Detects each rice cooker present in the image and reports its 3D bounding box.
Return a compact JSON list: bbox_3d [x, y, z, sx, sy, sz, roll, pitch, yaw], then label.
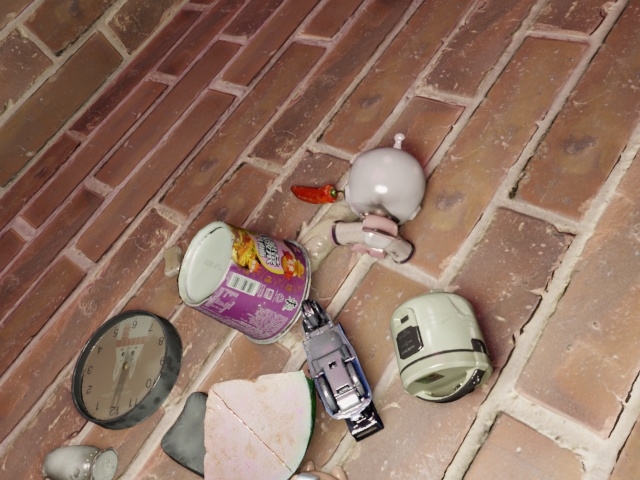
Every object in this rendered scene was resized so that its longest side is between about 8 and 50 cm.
[{"bbox_3d":[0.279,0.258,1.160,0.226,0.226,0.244,-18,56,13],"label":"rice cooker"}]

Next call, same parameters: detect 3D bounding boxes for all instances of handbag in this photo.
[{"bbox_3d":[-0.288,0.550,1.331,0.332,0.075,0.191,16,63,35],"label":"handbag"}]

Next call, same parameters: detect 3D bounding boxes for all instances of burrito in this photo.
[{"bbox_3d":[0.000,0.000,1.550,0.392,0.076,0.117,-49,47,-13],"label":"burrito"}]

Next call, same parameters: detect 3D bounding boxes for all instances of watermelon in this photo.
[{"bbox_3d":[-0.128,0.430,1.180,0.292,0.222,0.319,-4,97,13],"label":"watermelon"}]

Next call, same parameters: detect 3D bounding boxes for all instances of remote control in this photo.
[{"bbox_3d":[-0.535,0.075,1.776,0.074,0.032,0.122,-24,53,9],"label":"remote control"}]

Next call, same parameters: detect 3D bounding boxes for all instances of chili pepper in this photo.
[{"bbox_3d":[-0.013,-0.158,1.656,0.272,0.063,0.071,7,51,45],"label":"chili pepper"}]

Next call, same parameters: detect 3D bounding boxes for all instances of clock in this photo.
[{"bbox_3d":[-0.628,0.405,1.576,0.386,0.076,0.386,-12,55,18],"label":"clock"}]

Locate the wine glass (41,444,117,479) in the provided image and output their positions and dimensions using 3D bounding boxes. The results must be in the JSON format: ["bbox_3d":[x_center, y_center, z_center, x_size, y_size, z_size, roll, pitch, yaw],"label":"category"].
[{"bbox_3d":[-0.702,0.656,1.425,0.204,0.111,0.111,-6,57,18],"label":"wine glass"}]

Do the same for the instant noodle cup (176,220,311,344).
[{"bbox_3d":[-0.234,0.107,1.409,0.340,0.266,0.340,-24,53,37],"label":"instant noodle cup"}]

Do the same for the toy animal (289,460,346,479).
[{"bbox_3d":[-0.032,0.617,1.059,0.195,0.256,0.213,7,78,20],"label":"toy animal"}]

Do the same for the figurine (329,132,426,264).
[{"bbox_3d":[0.197,-0.118,1.450,0.211,0.253,0.361,-45,26,56],"label":"figurine"}]

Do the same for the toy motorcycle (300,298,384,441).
[{"bbox_3d":[0.036,0.314,1.250,0.125,0.212,0.358,-26,55,1],"label":"toy motorcycle"}]
